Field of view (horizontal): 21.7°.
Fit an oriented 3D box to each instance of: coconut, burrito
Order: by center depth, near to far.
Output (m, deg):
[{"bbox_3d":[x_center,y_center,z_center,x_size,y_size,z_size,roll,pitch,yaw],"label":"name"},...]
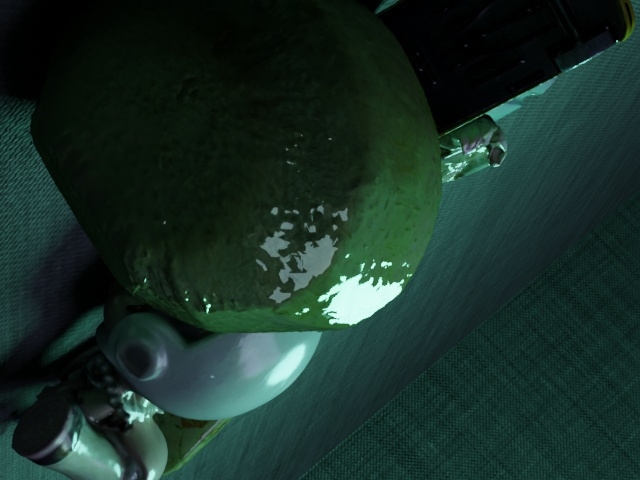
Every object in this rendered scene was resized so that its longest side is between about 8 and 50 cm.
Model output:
[{"bbox_3d":[-0.056,-0.068,1.278,0.281,0.328,0.328,-64,164,6],"label":"coconut"},{"bbox_3d":[0.087,-0.080,1.956,0.096,0.066,0.309,13,155,-41],"label":"burrito"}]

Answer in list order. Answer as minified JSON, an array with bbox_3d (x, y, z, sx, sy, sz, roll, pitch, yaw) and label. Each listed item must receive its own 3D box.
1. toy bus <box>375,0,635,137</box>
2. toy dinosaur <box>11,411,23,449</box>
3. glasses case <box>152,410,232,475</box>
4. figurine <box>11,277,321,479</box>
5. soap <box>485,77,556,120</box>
[{"bbox_3d":[0.151,-0.199,1.631,0.331,0.145,0.151,-26,-177,31],"label":"toy bus"},{"bbox_3d":[-0.303,0.220,1.860,0.197,0.080,0.045,20,79,-85],"label":"toy dinosaur"},{"bbox_3d":[-0.099,0.092,1.927,0.425,0.156,0.098,-46,174,6],"label":"glasses case"},{"bbox_3d":[-0.144,0.115,1.765,0.361,0.211,0.253,-48,-162,14],"label":"figurine"},{"bbox_3d":[0.212,-0.238,1.941,0.193,0.109,0.324,-48,167,16],"label":"soap"}]
